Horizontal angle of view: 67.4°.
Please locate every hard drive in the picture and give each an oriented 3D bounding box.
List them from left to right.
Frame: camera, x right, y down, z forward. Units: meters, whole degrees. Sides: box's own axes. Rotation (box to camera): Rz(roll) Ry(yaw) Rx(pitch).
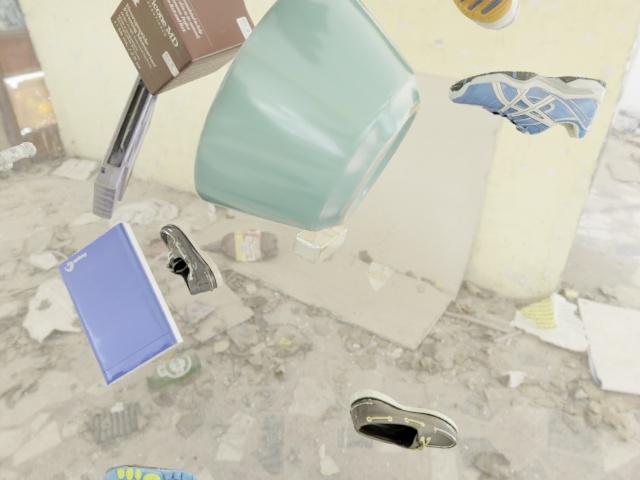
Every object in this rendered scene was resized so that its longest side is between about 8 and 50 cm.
[{"bbox_3d":[-0.479,0.147,1.136,0.210,0.319,0.040,-32,-12,12],"label":"hard drive"}]

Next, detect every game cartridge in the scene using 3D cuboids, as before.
[{"bbox_3d":[-0.449,-0.241,1.132,0.068,0.230,0.355,18,68,-17],"label":"game cartridge"}]

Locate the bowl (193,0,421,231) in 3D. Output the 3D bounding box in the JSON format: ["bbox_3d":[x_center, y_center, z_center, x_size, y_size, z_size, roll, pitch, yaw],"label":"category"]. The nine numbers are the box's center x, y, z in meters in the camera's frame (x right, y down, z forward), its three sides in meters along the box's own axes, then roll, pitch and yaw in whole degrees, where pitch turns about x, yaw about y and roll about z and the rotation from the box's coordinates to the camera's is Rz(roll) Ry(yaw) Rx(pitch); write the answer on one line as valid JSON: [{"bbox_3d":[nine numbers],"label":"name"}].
[{"bbox_3d":[0.007,-0.133,0.588,0.163,0.311,0.311,35,39,5],"label":"bowl"}]

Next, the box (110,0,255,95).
[{"bbox_3d":[-0.262,-0.409,0.922,0.167,0.168,0.203,-37,18,-35],"label":"box"}]

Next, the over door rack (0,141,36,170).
[{"bbox_3d":[-0.520,-0.168,0.593,0.324,0.240,0.108,-14,23,26],"label":"over door rack"}]

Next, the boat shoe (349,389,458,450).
[{"bbox_3d":[0.153,0.341,0.863,0.227,0.081,0.069,23,34,-15],"label":"boat shoe"}]

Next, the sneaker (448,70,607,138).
[{"bbox_3d":[0.287,-0.192,0.677,0.211,0.081,0.080,7,14,8],"label":"sneaker"}]

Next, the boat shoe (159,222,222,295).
[{"bbox_3d":[-0.263,0.032,0.903,0.065,0.075,0.206,-29,48,-29],"label":"boat shoe"}]

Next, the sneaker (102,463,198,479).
[{"bbox_3d":[-0.309,0.449,0.891,0.188,0.067,0.078,28,-22,-29],"label":"sneaker"}]

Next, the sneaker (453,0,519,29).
[{"bbox_3d":[0.218,-0.456,0.735,0.112,0.296,0.131,-19,-4,32],"label":"sneaker"}]

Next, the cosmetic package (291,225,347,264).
[{"bbox_3d":[0.000,0.000,0.943,0.060,0.041,0.115,25,29,18],"label":"cosmetic package"}]
